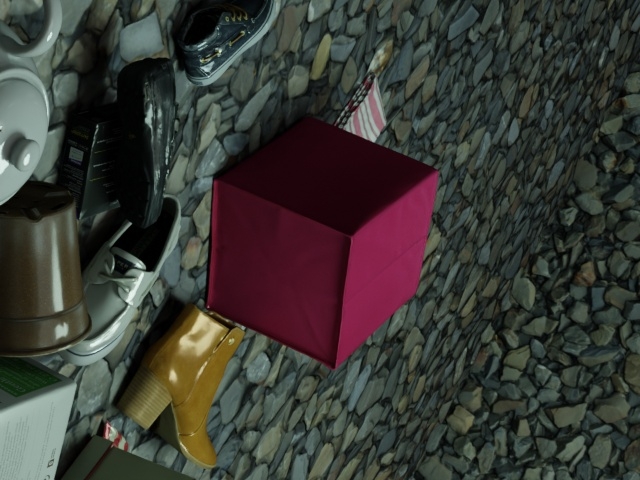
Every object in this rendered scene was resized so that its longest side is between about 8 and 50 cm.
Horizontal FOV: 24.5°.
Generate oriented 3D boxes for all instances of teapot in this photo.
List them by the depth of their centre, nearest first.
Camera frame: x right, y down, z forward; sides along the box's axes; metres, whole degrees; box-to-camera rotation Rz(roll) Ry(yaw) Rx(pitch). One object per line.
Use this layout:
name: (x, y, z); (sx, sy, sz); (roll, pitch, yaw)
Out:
teapot: (-0.362, -0.124, 1.494); (0.252, 0.187, 0.256); (-52, 152, -31)

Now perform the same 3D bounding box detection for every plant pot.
plant pot: (-0.349, 0.025, 1.715); (0.167, 0.167, 0.165); (-30, 129, -55)

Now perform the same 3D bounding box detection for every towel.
towel: (0.059, -0.177, 2.553); (0.197, 0.029, 0.144); (-57, 156, -22)

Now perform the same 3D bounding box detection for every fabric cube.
fabric cube: (0.000, 0.000, 2.305); (0.258, 0.254, 0.259); (-40, 146, -47)

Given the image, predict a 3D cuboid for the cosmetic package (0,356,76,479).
cosmetic package: (-0.460, 0.223, 1.600); (0.365, 0.197, 0.155); (-17, 127, -63)

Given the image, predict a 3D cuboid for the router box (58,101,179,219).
router box: (-0.261, -0.110, 1.901); (0.179, 0.046, 0.133); (-24, 133, -58)

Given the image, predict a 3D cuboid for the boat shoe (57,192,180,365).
boat shoe: (-0.262, 0.045, 1.952); (0.267, 0.096, 0.088); (-53, 176, -32)

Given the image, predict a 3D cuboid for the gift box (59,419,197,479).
gift box: (-0.281, 0.431, 2.119); (0.255, 0.258, 0.276); (-51, 133, -29)

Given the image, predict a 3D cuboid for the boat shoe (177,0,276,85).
boat shoe: (-0.124, -0.297, 1.998); (0.183, 0.065, 0.083); (-54, 155, -25)

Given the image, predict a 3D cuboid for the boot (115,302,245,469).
boot: (-0.181, 0.227, 2.295); (0.211, 0.104, 0.295); (-52, 147, -8)

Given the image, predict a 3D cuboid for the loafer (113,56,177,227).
loafer: (-0.211, -0.121, 1.841); (0.078, 0.076, 0.223); (-26, 131, -45)
